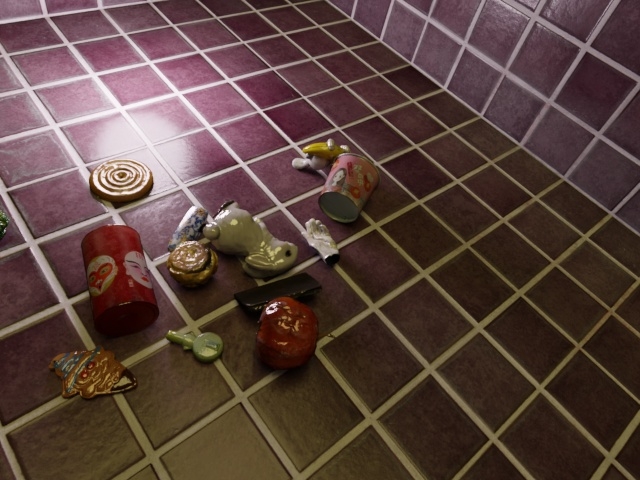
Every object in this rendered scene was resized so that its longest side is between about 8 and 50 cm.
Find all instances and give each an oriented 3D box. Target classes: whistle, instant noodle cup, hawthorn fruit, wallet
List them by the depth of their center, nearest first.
[{"bbox_3d":[-0.083,0.318,1.592,0.271,0.242,0.242,11,50,-4],"label":"hawthorn fruit"},{"bbox_3d":[-0.426,0.345,1.598,0.198,0.057,0.104,19,49,0],"label":"whistle"},{"bbox_3d":[-0.155,0.193,1.762,0.309,0.042,0.165,-14,23,-26],"label":"wallet"},{"bbox_3d":[0.120,-0.226,2.095,0.242,0.243,0.231,24,55,6],"label":"instant noodle cup"}]

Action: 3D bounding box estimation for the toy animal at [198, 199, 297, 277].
[{"bbox_3d":[-0.269,0.015,1.839,0.357,0.194,0.258,36,42,5],"label":"toy animal"}]

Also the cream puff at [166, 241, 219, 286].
[{"bbox_3d":[-0.470,0.091,1.750,0.189,0.129,0.189,2,54,-2],"label":"cream puff"}]

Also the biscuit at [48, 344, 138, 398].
[{"bbox_3d":[-0.715,0.420,1.484,0.280,0.043,0.183,14,53,2],"label":"biscuit"}]

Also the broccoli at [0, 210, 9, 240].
[{"bbox_3d":[-1.217,-0.052,1.673,0.195,0.156,0.196,-2,77,9],"label":"broccoli"}]

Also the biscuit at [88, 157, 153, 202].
[{"bbox_3d":[-0.848,-0.264,2.007,0.261,0.037,0.262,7,50,-9],"label":"biscuit"}]

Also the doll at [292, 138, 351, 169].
[{"bbox_3d":[0.014,-0.394,2.214,0.237,0.252,0.111,3,74,-22],"label":"doll"}]

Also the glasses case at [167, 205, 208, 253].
[{"bbox_3d":[-0.525,-0.040,1.883,0.086,0.065,0.248,19,49,-2],"label":"glasses case"}]

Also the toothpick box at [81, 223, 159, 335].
[{"bbox_3d":[-0.689,0.132,1.614,0.204,0.204,0.333,-13,56,-23],"label":"toothpick box"}]

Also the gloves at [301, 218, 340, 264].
[{"bbox_3d":[0.000,0.006,1.959,0.119,0.097,0.229,-12,60,-28],"label":"gloves"}]
